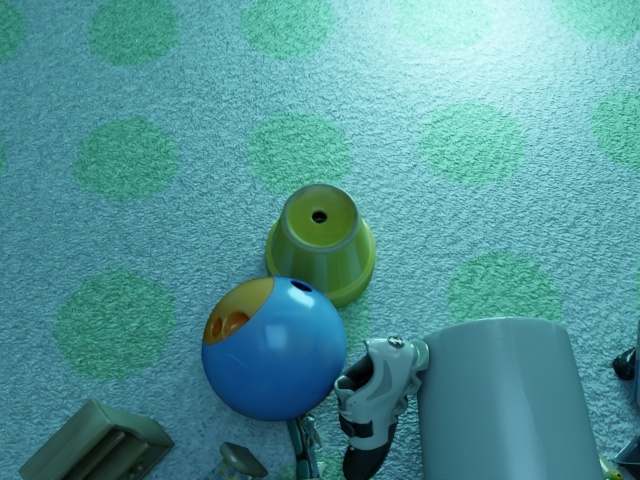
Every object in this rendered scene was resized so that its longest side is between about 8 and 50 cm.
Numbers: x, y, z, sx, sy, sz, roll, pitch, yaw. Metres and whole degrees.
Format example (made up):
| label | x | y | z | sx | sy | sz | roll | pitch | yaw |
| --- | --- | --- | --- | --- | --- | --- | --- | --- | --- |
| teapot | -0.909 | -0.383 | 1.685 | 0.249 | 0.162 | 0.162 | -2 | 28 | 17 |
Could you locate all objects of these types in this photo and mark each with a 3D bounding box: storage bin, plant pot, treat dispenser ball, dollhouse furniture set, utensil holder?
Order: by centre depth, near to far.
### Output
| label | x | y | z | sx | sy | sz | roll | pitch | yaw |
| --- | --- | --- | --- | --- | --- | --- | --- | --- | --- |
| dollhouse furniture set | -0.291 | 0.491 | 1.118 | 0.362 | 0.256 | 0.394 | -45 | 63 | -6 |
| utensil holder | 0.343 | 0.374 | 1.196 | 0.328 | 0.327 | 0.385 | -2 | 62 | -1 |
| storage bin | 0.672 | 0.445 | 1.270 | 0.098 | 0.135 | 0.091 | -37 | 82 | -16 |
| treat dispenser ball | -0.092 | 0.213 | 1.280 | 0.289 | 0.288 | 0.288 | 0 | 65 | 0 |
| plant pot | 0.000 | 0.000 | 1.410 | 0.254 | 0.239 | 0.253 | 0 | 64 | 0 |

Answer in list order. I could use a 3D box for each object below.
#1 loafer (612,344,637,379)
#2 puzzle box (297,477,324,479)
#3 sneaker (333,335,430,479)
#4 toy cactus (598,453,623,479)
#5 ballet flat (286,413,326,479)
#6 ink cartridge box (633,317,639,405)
| label | x | y | z | sx | sy | sz | roll | pitch | yaw |
| --- | --- | --- | --- | --- | --- | --- | --- | --- | --- |
| loafer | 0.743 | 0.239 | 1.389 | 0.223 | 0.078 | 0.076 | -21 | 67 | -10 |
| puzzle box | -0.111 | 0.660 | 1.165 | 0.272 | 0.052 | 0.408 | -10 | 65 | 11 |
| sneaker | 0.079 | 0.322 | 1.242 | 0.146 | 0.122 | 0.330 | 15 | 108 | -16 |
| toy cactus | 0.585 | 0.488 | 1.237 | 0.219 | 0.112 | 0.180 | 27 | 22 | -27 |
| ballet flat | -0.020 | 0.441 | 1.302 | 0.070 | 0.070 | 0.188 | -9 | 69 | -4 |
| ink cartridge box | 0.797 | 0.214 | 1.293 | 0.308 | 0.223 | 0.129 | -21 | 28 | -17 |
